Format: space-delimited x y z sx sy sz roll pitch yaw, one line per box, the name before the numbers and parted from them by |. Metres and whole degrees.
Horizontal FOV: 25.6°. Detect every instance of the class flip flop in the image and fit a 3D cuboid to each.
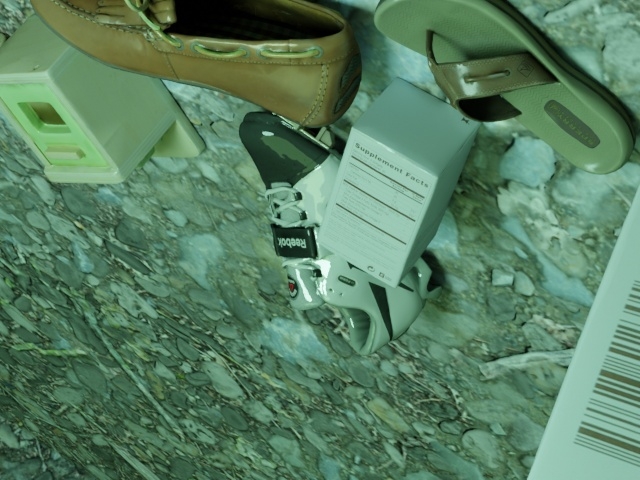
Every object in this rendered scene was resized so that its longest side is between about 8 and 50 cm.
flip flop | 0.168 -0.143 1.315 0.277 0.080 0.112 37 151 -5

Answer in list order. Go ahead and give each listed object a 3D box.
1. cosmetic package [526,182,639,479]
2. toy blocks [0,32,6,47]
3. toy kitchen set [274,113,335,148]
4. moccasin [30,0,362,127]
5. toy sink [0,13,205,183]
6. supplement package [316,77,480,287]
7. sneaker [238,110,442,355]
cosmetic package | 0.406 0.184 1.179 0.327 0.329 0.394 17 170 29
toy blocks | -0.371 -0.196 1.826 0.123 0.054 0.148 8 141 40
toy kitchen set | 0.003 -0.149 1.532 0.068 0.075 0.083 36 -169 5
moccasin | -0.138 -0.234 1.444 0.380 0.139 0.147 25 144 22
toy sink | -0.280 -0.151 1.717 0.153 0.131 0.234 5 140 43
supplement package | 0.079 -0.059 1.474 0.105 0.105 0.179 31 138 11
sneaker | 0.000 0.000 1.627 0.330 0.146 0.122 49 160 -20
